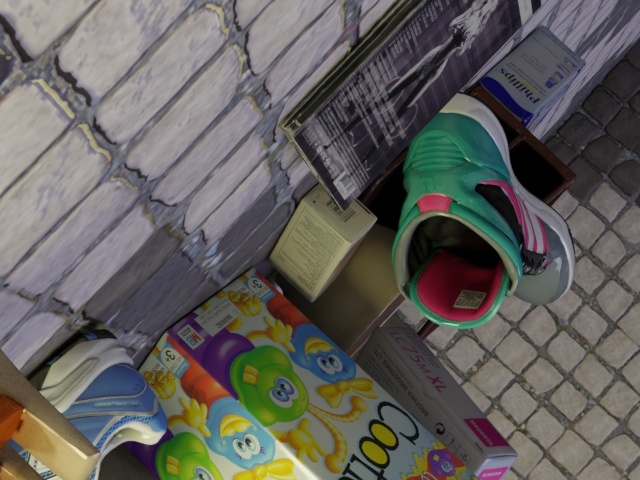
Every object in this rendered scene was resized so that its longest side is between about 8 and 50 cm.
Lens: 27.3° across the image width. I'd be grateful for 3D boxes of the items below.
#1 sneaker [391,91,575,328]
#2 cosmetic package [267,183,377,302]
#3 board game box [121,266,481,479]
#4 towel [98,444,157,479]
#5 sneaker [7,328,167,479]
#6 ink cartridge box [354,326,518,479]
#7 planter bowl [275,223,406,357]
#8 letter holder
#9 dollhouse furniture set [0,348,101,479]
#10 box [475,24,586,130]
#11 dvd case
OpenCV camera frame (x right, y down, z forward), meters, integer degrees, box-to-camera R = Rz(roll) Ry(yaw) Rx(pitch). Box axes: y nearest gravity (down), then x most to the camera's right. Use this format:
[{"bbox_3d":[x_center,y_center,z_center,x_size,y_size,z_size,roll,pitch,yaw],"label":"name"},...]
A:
[{"bbox_3d":[0.158,0.018,1.243,0.124,0.295,0.178,-9,-131,31],"label":"sneaker"},{"bbox_3d":[0.000,0.000,1.163,0.041,0.060,0.115,-42,173,-33],"label":"cosmetic package"},{"bbox_3d":[-0.026,0.183,1.141,0.142,0.275,0.144,-52,171,37],"label":"board game box"},{"bbox_3d":[-0.121,0.228,1.187,0.282,0.187,0.049,-37,163,-51],"label":"towel"},{"bbox_3d":[-0.185,0.148,0.811,0.211,0.081,0.080,-43,173,-20],"label":"sneaker"},{"bbox_3d":[0.049,0.261,1.320,0.065,0.186,0.311,7,123,-44],"label":"ink cartridge box"},{"bbox_3d":[0.024,0.042,1.324,0.162,0.109,0.162,-47,172,-8],"label":"planter bowl"},{"bbox_3d":[0.111,0.007,1.490,0.214,0.152,0.302,-40,170,-35],"label":"letter holder"},{"bbox_3d":[-0.234,0.209,0.643,0.262,0.135,0.259,-41,171,-38],"label":"dollhouse furniture set"},{"bbox_3d":[0.222,-0.160,1.526,0.137,0.072,0.126,-42,170,-33],"label":"box"},{"bbox_3d":[0.071,-0.128,0.928,0.221,0.018,0.164,-46,159,-3],"label":"dvd case"}]
